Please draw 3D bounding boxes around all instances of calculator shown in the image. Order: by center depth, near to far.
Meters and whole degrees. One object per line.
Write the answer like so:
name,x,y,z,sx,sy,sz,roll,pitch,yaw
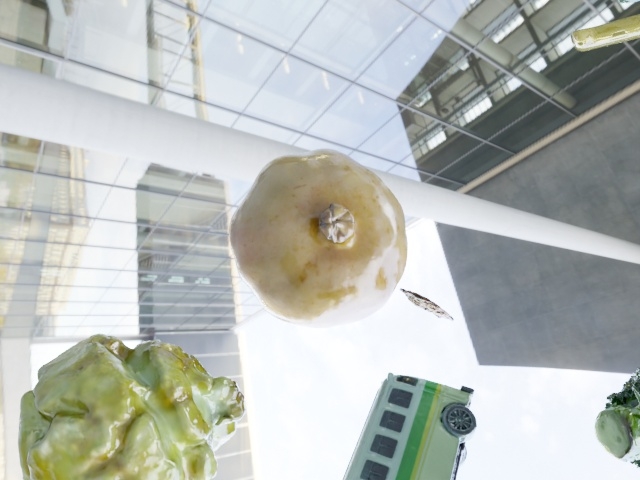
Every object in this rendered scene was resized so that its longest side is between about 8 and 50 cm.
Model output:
calculator,0.526,-0.356,0.746,0.157,0.237,0.033,0,-73,44

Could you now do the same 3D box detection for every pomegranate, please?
pomegranate,0.000,0.000,0.969,0.412,0.412,0.411,-12,-105,51

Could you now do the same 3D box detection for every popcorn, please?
popcorn,-0.196,0.188,0.448,0.183,0.204,0.221,-52,-159,-25

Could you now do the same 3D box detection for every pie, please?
pie,0.324,0.196,1.314,0.033,0.191,0.088,-59,176,-15

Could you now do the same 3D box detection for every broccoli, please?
broccoli,0.676,0.381,0.863,0.297,0.298,0.297,-177,-90,-78

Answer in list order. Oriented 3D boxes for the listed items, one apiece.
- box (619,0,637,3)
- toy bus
box,0.646,-0.595,0.797,0.106,0.264,0.336,-49,-157,5
toy bus,0.127,0.344,0.651,0.165,0.276,0.133,15,-45,22
